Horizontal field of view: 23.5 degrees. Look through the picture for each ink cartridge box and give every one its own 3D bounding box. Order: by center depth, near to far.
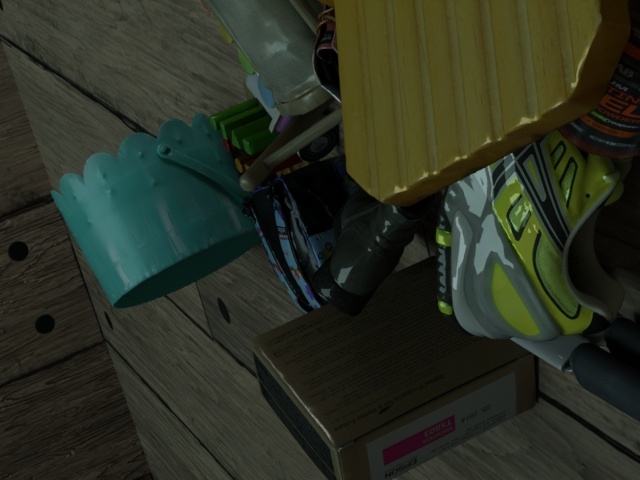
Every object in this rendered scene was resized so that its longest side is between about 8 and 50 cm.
[{"bbox_3d":[0.074,0.137,1.588,0.193,0.234,0.088,48,155,45],"label":"ink cartridge box"}]

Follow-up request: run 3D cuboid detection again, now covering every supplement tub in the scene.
[{"bbox_3d":[0.222,-0.143,1.039,0.106,0.106,0.198,60,161,19],"label":"supplement tub"}]

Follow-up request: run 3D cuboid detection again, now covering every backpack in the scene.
[{"bbox_3d":[0.000,0.000,1.812,0.173,0.117,0.158,67,162,0],"label":"backpack"}]

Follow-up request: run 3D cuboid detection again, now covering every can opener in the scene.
[{"bbox_3d":[0.241,0.083,1.293,0.283,0.076,0.095,32,154,59],"label":"can opener"}]

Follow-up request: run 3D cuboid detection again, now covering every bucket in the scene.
[{"bbox_3d":[-0.220,-0.037,2.155,0.183,0.281,0.281,63,162,7],"label":"bucket"}]

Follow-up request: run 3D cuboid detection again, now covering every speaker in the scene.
[{"bbox_3d":[-0.034,-0.157,1.819,0.136,0.055,0.055,53,158,33],"label":"speaker"}]

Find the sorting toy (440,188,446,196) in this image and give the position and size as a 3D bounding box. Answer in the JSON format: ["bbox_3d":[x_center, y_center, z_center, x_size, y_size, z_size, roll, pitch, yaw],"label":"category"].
[{"bbox_3d":[0.150,-0.048,1.465,0.075,0.045,0.083,-14,99,64],"label":"sorting toy"}]

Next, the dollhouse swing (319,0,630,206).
[{"bbox_3d":[0.010,-0.236,1.039,0.347,0.315,0.305,-27,47,54],"label":"dollhouse swing"}]

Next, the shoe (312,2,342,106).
[{"bbox_3d":[0.023,-0.187,1.277,0.063,0.081,0.178,-24,96,57],"label":"shoe"}]

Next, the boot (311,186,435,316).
[{"bbox_3d":[0.081,-0.033,1.582,0.083,0.246,0.161,35,117,-5],"label":"boot"}]

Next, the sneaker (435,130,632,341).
[{"bbox_3d":[0.178,-0.099,1.228,0.147,0.145,0.385,8,118,24],"label":"sneaker"}]

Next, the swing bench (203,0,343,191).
[{"bbox_3d":[-0.057,-0.228,1.486,0.253,0.165,0.255,52,-157,-13],"label":"swing bench"}]

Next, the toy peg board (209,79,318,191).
[{"bbox_3d":[-0.070,-0.102,1.945,0.161,0.079,0.161,38,147,56],"label":"toy peg board"}]

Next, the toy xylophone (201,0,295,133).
[{"bbox_3d":[-0.076,-0.295,1.721,0.323,0.081,0.236,60,160,19],"label":"toy xylophone"}]
